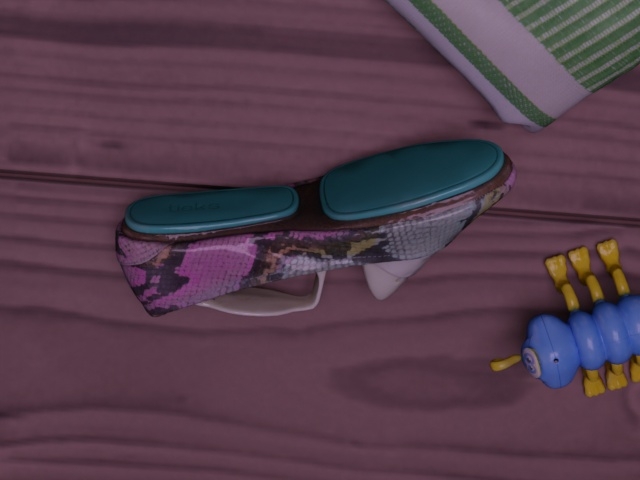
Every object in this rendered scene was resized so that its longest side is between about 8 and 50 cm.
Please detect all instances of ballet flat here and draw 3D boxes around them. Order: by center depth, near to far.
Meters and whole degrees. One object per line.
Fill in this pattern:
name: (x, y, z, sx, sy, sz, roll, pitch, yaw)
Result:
ballet flat: (0.000, 0.000, 0.879, 0.222, 0.077, 0.079, -11, 119, 5)

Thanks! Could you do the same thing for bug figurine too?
bug figurine: (0.230, 0.124, 0.903, 0.216, 0.072, 0.279, -21, 100, 2)

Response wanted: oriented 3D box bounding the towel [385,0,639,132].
towel: (0.143, -0.235, 0.807, 0.248, 0.038, 0.325, 45, 112, -5)
